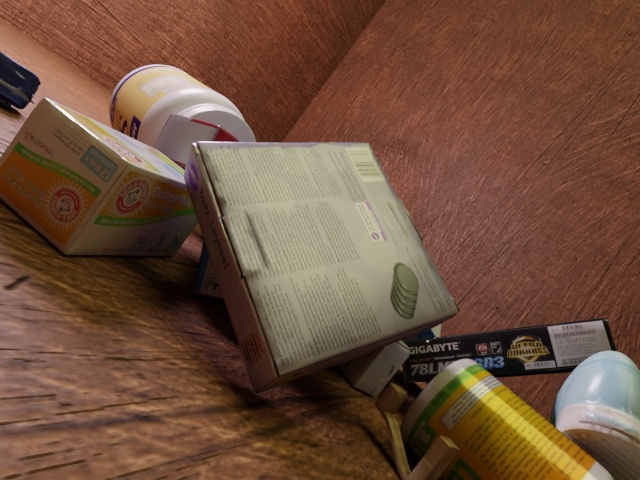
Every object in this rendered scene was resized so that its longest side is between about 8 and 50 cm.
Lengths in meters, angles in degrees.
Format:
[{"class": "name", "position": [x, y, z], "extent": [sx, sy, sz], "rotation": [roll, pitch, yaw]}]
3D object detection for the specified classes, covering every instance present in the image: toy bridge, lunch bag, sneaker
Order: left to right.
[{"class": "lunch bag", "position": [-0.498, -0.251, 0.667], "extent": [0.098, 0.065, 0.067], "rotation": [34, -11, -25]}, {"class": "toy bridge", "position": [0.112, 0.228, 0.430], "extent": [0.026, 0.063, 0.188], "rotation": [34, 3, -39]}, {"class": "sneaker", "position": [0.385, 0.289, 0.590], "extent": [0.135, 0.150, 0.366], "rotation": [18, -38, 30]}]

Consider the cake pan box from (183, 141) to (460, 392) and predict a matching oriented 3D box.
[{"class": "cake pan box", "position": [0.000, 0.000, 0.478], "extent": [0.245, 0.070, 0.267], "rotation": [-10, 66, -37]}]

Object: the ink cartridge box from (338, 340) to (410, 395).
[{"class": "ink cartridge box", "position": [0.065, 0.160, 0.649], "extent": [0.052, 0.089, 0.122], "rotation": [35, 3, -33]}]

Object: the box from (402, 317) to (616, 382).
[{"class": "box", "position": [0.296, 0.204, 0.738], "extent": [0.293, 0.074, 0.295], "rotation": [-8, -20, 13]}]

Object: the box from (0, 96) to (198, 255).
[{"class": "box", "position": [-0.224, -0.055, 0.477], "extent": [0.114, 0.103, 0.203], "rotation": [37, 3, 9]}]

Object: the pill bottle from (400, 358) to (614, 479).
[{"class": "pill bottle", "position": [0.219, 0.260, 0.463], "extent": [0.245, 0.136, 0.136], "rotation": [40, 4, 39]}]

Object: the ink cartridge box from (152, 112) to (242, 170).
[{"class": "ink cartridge box", "position": [-0.147, -0.114, 0.661], "extent": [0.127, 0.072, 0.175], "rotation": [23, -4, 37]}]

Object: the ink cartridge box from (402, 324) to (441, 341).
[{"class": "ink cartridge box", "position": [0.141, 0.168, 0.865], "extent": [0.104, 0.180, 0.060], "rotation": [55, 35, -27]}]

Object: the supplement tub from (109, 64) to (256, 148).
[{"class": "supplement tub", "position": [-0.309, -0.239, 0.953], "extent": [0.331, 0.241, 0.241], "rotation": [40, 4, 41]}]

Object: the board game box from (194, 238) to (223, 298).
[{"class": "board game box", "position": [-0.032, 0.024, 0.679], "extent": [0.301, 0.086, 0.308], "rotation": [14, 10, -15]}]
